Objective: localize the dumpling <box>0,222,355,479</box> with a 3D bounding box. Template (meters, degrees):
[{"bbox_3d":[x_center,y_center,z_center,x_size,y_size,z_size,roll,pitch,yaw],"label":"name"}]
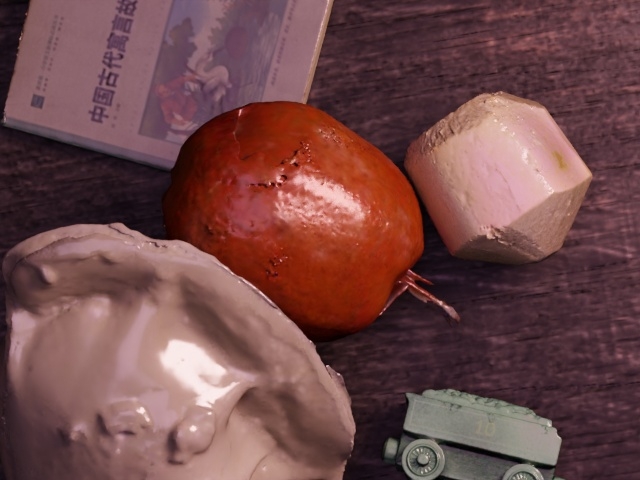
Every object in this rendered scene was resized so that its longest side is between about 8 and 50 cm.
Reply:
[{"bbox_3d":[-0.127,0.140,1.696,0.315,0.233,0.395,-7,121,11],"label":"dumpling"}]

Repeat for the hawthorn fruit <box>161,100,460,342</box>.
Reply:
[{"bbox_3d":[0.000,0.000,1.736,0.299,0.211,0.211,27,90,-7],"label":"hawthorn fruit"}]

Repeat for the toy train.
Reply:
[{"bbox_3d":[0.144,0.191,1.773,0.172,0.070,0.099,13,77,7],"label":"toy train"}]

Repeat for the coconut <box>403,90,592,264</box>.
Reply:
[{"bbox_3d":[0.162,-0.048,1.750,0.147,0.147,0.153,-32,81,4],"label":"coconut"}]

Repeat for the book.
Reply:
[{"bbox_3d":[-0.146,-0.173,1.852,0.282,0.025,0.215,14,90,6],"label":"book"}]
